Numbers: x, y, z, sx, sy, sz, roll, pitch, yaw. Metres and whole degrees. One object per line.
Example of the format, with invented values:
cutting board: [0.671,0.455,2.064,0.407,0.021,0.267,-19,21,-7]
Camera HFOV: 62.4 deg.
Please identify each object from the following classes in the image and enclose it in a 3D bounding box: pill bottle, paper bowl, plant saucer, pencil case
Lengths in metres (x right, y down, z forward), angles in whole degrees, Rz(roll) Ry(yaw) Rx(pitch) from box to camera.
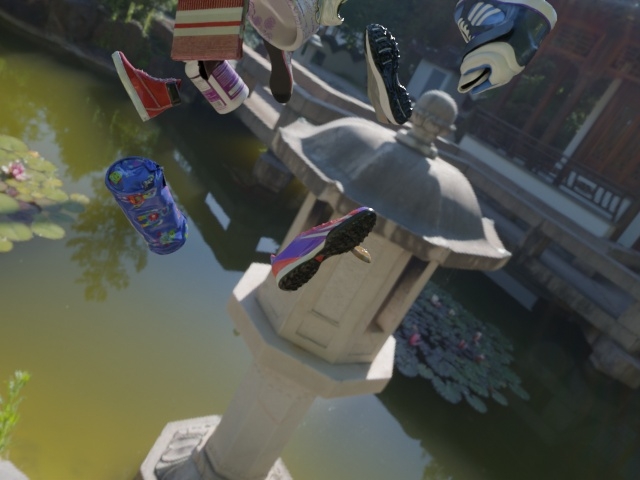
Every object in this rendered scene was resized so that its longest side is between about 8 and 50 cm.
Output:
pill bottle: [-0.445,-0.684,2.170,0.301,0.169,0.169,51,5,-36]
paper bowl: [-0.112,-0.710,1.533,0.284,0.148,0.284,38,-17,14]
plant saucer: [0.120,0.036,1.572,0.083,0.015,0.083,33,17,-11]
pencil case: [-0.419,-0.084,1.319,0.133,0.306,0.119,-26,62,-12]

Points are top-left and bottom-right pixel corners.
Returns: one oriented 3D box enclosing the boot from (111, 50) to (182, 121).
boot: [-0.571,-0.542,1.769,0.244,0.176,0.088,61,-10,-1]

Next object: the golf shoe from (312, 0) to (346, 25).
golf shoe: [0.035,-0.623,1.307,0.086,0.176,0.069,14,27,11]

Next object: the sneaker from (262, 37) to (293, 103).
sneaker: [-0.129,-0.644,1.907,0.090,0.270,0.145,6,38,21]

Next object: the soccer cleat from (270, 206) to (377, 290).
soccer cleat: [0.000,0.000,1.376,0.108,0.318,0.116,37,19,-51]

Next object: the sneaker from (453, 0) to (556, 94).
sneaker: [0.376,-0.470,1.277,0.130,0.236,0.323,39,1,-36]

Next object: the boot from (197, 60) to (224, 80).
boot: [-0.384,-0.730,1.907,0.090,0.248,0.207,16,56,7]

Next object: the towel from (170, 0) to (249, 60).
towel: [-0.283,-0.642,1.402,0.237,0.329,0.037,10,3,28]

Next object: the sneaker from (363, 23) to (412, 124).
sneaker: [0.159,-0.442,1.432,0.100,0.272,0.108,-27,21,-31]
